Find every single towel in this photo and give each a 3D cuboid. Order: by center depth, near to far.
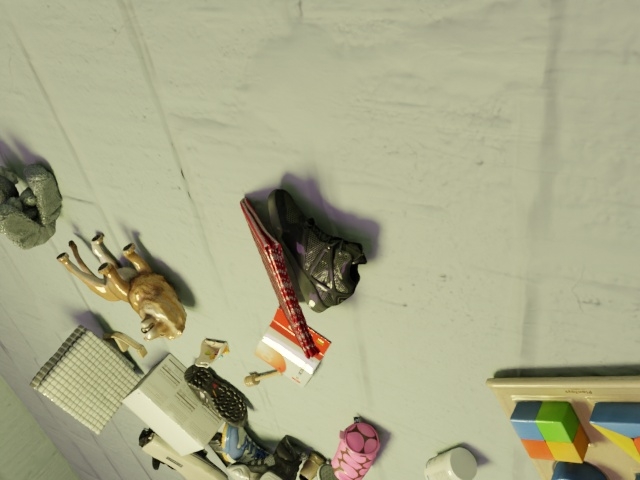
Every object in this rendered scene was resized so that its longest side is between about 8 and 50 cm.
[{"bbox_3d":[-0.076,0.071,1.082,0.199,0.031,0.275,-128,17,-56],"label":"towel"},{"bbox_3d":[-0.735,0.437,1.831,0.121,0.235,0.284,11,145,39],"label":"towel"}]

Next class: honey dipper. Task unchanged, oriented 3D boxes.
[{"bbox_3d":[-0.140,0.347,1.469,0.160,0.030,0.030,-26,108,45],"label":"honey dipper"}]

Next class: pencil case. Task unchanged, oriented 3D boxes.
[{"bbox_3d":[0.080,0.518,1.406,0.098,0.095,0.209,4,136,-5],"label":"pencil case"}]

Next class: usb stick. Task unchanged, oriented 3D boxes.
[{"bbox_3d":[-0.295,0.758,1.961,0.077,0.045,0.278,-3,124,41],"label":"usb stick"}]

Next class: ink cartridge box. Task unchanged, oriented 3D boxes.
[{"bbox_3d":[-0.066,0.246,1.302,0.145,0.045,0.179,33,143,8],"label":"ink cartridge box"}]

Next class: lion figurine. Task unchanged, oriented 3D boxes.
[{"bbox_3d":[-0.500,0.115,1.478,0.392,0.142,0.240,18,145,45],"label":"lion figurine"}]

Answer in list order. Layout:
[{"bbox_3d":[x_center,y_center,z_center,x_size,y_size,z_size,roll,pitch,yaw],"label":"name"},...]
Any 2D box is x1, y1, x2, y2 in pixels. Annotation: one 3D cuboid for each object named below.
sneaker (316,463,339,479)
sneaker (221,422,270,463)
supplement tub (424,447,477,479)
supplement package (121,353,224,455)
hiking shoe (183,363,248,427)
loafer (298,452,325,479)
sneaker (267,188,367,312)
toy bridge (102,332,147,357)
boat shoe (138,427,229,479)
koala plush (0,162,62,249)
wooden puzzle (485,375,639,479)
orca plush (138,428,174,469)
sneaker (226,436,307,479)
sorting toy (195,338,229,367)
[{"bbox_3d":[0.033,0.724,1.637,0.226,0.086,0.163,49,137,-12],"label":"sneaker"},{"bbox_3d":[-0.214,0.652,1.774,0.130,0.112,0.297,-2,127,14],"label":"sneaker"},{"bbox_3d":[0.276,0.489,1.235,0.071,0.071,0.107,39,142,1],"label":"supplement tub"},{"bbox_3d":[-0.442,0.507,1.765,0.262,0.145,0.204,45,140,-5],"label":"supplement package"},{"bbox_3d":[-0.297,0.447,1.659,0.227,0.086,0.114,44,155,5],"label":"hiking shoe"},{"bbox_3d":[-0.026,0.651,1.643,0.056,0.050,0.148,30,140,12],"label":"loafer"},{"bbox_3d":[0.000,0.000,0.995,0.130,0.087,0.228,-26,89,21],"label":"sneaker"},{"bbox_3d":[-0.632,0.323,1.837,0.188,0.026,0.063,10,132,32],"label":"toy bridge"},{"bbox_3d":[-0.421,0.692,1.928,0.340,0.158,0.127,40,130,-13],"label":"boat shoe"},{"bbox_3d":[-0.791,-0.095,1.451,0.221,0.196,0.203,24,148,13],"label":"koala plush"},{"bbox_3d":[0.476,0.360,0.948,0.322,0.080,0.348,-16,116,45],"label":"wooden puzzle"},{"bbox_3d":[-0.616,0.870,2.276,0.287,0.102,0.151,44,141,-5],"label":"orca plush"},{"bbox_3d":[-0.146,0.642,1.651,0.268,0.153,0.101,-10,120,46],"label":"sneaker"},{"bbox_3d":[-0.285,0.299,1.500,0.083,0.075,0.045,1,127,38],"label":"sorting toy"}]
